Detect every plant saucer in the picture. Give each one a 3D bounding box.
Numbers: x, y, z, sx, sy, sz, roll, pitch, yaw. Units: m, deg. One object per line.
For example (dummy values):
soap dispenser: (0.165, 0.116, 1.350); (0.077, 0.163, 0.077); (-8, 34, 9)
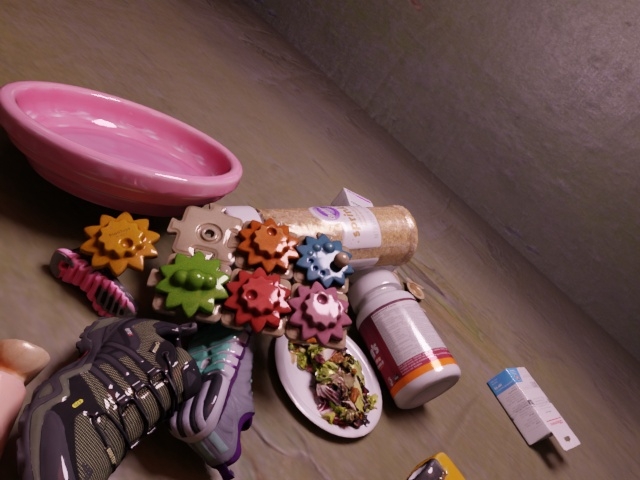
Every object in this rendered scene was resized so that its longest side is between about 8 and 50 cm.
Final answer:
plant saucer: (-0.287, -0.132, 0.625); (0.331, 0.084, 0.332); (23, 20, -9)

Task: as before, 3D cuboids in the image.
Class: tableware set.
tableware set: (0.199, 0.125, 0.981); (0.141, 0.020, 0.169); (32, 29, -14)

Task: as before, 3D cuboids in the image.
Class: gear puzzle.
gear puzzle: (-0.115, 0.021, 0.518); (0.338, 0.044, 0.176); (15, 53, -12)

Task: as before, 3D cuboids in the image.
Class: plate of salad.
plate of salad: (0.021, 0.194, 0.627); (0.199, 0.048, 0.200); (31, 28, -19)

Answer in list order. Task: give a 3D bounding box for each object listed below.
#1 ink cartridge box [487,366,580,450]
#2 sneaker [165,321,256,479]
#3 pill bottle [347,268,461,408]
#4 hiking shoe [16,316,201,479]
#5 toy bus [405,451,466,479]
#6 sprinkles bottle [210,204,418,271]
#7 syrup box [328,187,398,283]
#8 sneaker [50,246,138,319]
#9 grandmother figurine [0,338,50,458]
ink cartridge box: (0.457, 0.370, 0.895); (0.104, 0.060, 0.180); (14, 37, -41)
sneaker: (-0.113, 0.167, 0.500); (0.224, 0.083, 0.098); (-81, 150, -66)
pill bottle: (0.136, 0.166, 0.730); (0.121, 0.121, 0.221); (13, 37, -41)
hiking shoe: (-0.166, 0.132, 0.361); (0.114, 0.086, 0.227); (-7, 26, -8)
toy bus: (0.054, 0.333, 0.370); (0.108, 0.130, 0.332); (50, 29, 20)
sprinkles bottle: (0.000, 0.000, 0.710); (0.355, 0.121, 0.121); (-4, 48, -32)
syrup box: (0.087, -0.009, 0.958); (0.096, 0.093, 0.237); (23, 32, -28)
sneaker: (-0.261, 0.048, 0.501); (0.119, 0.047, 0.057); (42, 16, 1)
grandmother figurine: (-0.259, 0.204, 0.213); (0.207, 0.104, 0.343); (40, 26, -33)
